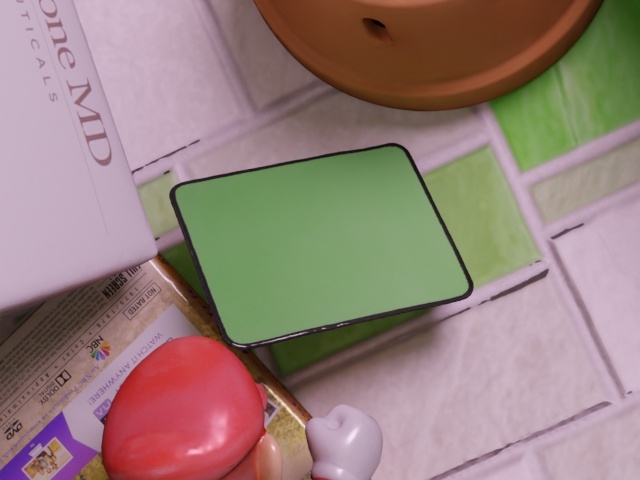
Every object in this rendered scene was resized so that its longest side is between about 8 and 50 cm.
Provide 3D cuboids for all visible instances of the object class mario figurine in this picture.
[{"bbox_3d":[-0.052,0.219,1.183,0.198,0.170,0.320,-18,96,-29],"label":"mario figurine"}]

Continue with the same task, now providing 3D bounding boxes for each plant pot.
[{"bbox_3d":[0.066,-0.244,1.181,0.291,0.203,0.290,0,88,10],"label":"plant pot"}]

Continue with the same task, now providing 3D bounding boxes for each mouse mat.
[{"bbox_3d":[0.000,0.000,1.212,0.190,0.007,0.152,-11,55,-18],"label":"mouse mat"}]

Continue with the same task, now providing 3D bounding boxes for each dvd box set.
[{"bbox_3d":[-0.110,0.241,1.261,0.307,0.062,0.420,-45,82,5],"label":"dvd box set"}]

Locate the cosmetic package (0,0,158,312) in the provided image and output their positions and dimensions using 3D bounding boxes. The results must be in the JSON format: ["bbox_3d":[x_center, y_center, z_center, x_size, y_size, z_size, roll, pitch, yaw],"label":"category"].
[{"bbox_3d":[-0.381,-0.065,1.098,0.327,0.394,0.329,-19,91,27],"label":"cosmetic package"}]
